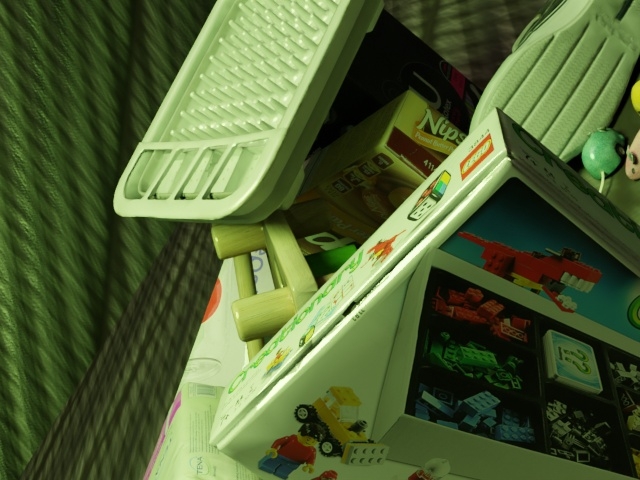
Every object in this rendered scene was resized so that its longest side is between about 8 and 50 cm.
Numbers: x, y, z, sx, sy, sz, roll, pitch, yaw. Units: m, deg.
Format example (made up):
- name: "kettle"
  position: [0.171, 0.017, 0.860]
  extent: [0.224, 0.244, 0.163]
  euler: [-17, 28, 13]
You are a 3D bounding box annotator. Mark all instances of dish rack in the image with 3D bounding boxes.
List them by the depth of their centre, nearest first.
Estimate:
- name: "dish rack"
  position: [-0.063, -0.153, 0.950]
  extent: [0.285, 0.072, 0.333]
  euler: [3, 64, 53]

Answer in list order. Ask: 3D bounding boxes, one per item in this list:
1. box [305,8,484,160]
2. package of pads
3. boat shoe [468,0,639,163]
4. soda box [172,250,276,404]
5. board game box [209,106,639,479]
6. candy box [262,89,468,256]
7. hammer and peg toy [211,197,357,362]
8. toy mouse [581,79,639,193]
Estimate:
- name: "box"
  position: [0.072, -0.158, 1.131]
  extent: [0.143, 0.270, 0.165]
  euler: [-39, 24, 42]
- name: "package of pads"
  position: [-0.152, 0.329, 0.987]
  extent: [0.229, 0.101, 0.297]
  euler: [-115, 45, -71]
- name: "boat shoe"
  position: [0.260, -0.181, 0.983]
  extent: [0.335, 0.121, 0.119]
  euler: [-49, 6, -18]
- name: "soda box"
  position: [-0.088, 0.103, 1.222]
  extent: [0.098, 0.091, 0.286]
  euler: [10, 74, 32]
- name: "board game box"
  position: [0.128, 0.106, 0.434]
  extent: [0.193, 0.305, 0.053]
  euler: [-46, 16, 24]
- name: "candy box"
  position: [0.065, -0.029, 1.058]
  extent: [0.316, 0.183, 0.088]
  euler: [-29, 29, 55]
- name: "hammer and peg toy"
  position: [-0.021, 0.088, 0.953]
  extent: [0.127, 0.266, 0.361]
  euler: [-15, 23, -6]
- name: "toy mouse"
  position: [0.283, -0.092, 0.854]
  extent: [0.143, 0.031, 0.161]
  euler: [-54, 17, 2]
